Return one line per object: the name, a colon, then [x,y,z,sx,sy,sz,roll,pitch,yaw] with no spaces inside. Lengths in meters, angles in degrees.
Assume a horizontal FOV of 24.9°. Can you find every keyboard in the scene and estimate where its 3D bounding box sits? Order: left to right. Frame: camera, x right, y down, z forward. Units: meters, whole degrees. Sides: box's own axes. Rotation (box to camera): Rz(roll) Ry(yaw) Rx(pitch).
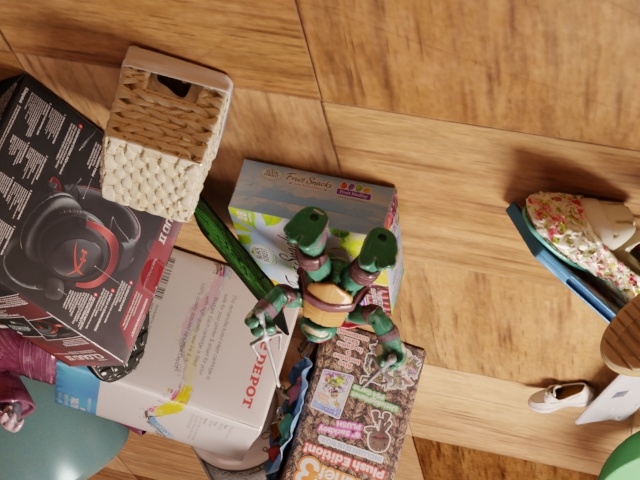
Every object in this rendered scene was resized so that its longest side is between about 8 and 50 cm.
keyboard: [0.387,0.191,1.831,0.072,0.014,0.256,-2,157,-7]

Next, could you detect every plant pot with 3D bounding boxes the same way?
plant pot: [-0.477,0.270,2.332,0.290,0.290,0.195,-3,115,37]

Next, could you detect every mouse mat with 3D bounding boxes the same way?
mouse mat: [-0.098,0.018,1.666,0.190,0.007,0.152,50,168,23]

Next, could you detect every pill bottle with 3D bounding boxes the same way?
pill bottle: [-0.120,0.286,2.207,0.161,0.161,0.283,13,158,9]

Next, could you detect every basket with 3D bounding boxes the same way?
basket: [-0.161,-0.102,1.463,0.113,0.103,0.167,17,156,-3]

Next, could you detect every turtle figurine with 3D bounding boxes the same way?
turtle figurine: [0.007,0.067,1.536,0.175,0.118,0.234,3,140,-7]

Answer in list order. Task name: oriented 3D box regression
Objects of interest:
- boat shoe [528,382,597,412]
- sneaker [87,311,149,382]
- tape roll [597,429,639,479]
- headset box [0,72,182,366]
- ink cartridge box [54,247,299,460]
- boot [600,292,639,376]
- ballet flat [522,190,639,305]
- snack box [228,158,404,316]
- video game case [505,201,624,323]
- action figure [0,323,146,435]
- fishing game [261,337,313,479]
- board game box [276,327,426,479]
boat shoe: [0.313,0.203,1.911,0.100,0.035,0.035,-10,139,40]
sneaker: [-0.302,0.035,1.752,0.124,0.107,0.283,-5,108,51]
tape roll: [0.517,0.390,1.932,0.321,0.077,0.321,11,122,19]
headset box: [-0.288,-0.007,1.598,0.110,0.218,0.293,-7,145,43]
ink cartridge box: [-0.187,0.140,1.895,0.270,0.198,0.197,19,157,-4]
boot: [0.388,0.092,1.427,0.248,0.090,0.207,-26,155,-3]
ballet flat: [0.294,0.003,1.451,0.077,0.091,0.241,-35,136,23]
snack box: [0.000,0.000,1.623,0.174,0.070,0.207,12,154,11]
video game case: [0.261,0.037,1.471,0.166,0.015,0.119,40,-167,-21]
action figure: [-0.383,0.144,2.115,0.370,0.248,0.276,11,-177,10]
fishing game: [-0.053,0.235,1.935,0.041,0.264,0.189,18,155,-5]
board game box: [0.022,0.293,1.978,0.141,0.291,0.232,18,156,-3]
